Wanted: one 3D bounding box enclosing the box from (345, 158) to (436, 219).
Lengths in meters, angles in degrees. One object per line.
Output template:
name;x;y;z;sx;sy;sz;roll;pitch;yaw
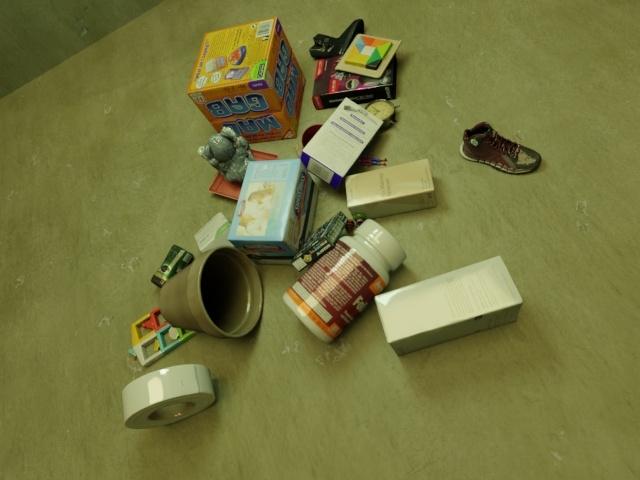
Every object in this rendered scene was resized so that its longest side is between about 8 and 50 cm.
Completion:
box;0.257;-0.182;1.518;0.311;0.121;0.148;-12;62;14

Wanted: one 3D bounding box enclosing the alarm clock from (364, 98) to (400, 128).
alarm clock;0.230;-0.531;1.727;0.192;0.064;0.129;13;63;17

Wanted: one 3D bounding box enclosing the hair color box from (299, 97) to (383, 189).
hair color box;0.082;-0.384;1.614;0.185;0.110;0.339;34;66;2

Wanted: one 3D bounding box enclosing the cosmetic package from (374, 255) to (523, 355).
cosmetic package;0.376;0.207;1.233;0.384;0.217;0.156;-22;60;10

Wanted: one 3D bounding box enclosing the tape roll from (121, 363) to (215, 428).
tape roll;-0.494;0.514;1.346;0.286;0.286;0.100;-27;59;5

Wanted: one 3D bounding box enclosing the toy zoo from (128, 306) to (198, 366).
toy zoo;-0.635;0.360;1.618;0.293;0.030;0.192;-33;59;1

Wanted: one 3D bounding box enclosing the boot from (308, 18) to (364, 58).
boot;0.075;-0.985;1.993;0.207;0.094;0.247;24;81;24

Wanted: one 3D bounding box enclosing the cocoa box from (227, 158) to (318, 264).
cocoa box;-0.169;-0.107;1.569;0.231;0.228;0.347;1;65;20

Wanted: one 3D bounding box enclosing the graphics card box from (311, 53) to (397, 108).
graphics card box;0.153;-0.725;1.840;0.370;0.094;0.233;-1;64;18

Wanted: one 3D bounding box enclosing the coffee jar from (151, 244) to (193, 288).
coffee jar;-0.617;0.116;1.704;0.096;0.079;0.184;24;74;20

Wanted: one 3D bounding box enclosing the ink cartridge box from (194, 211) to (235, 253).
ink cartridge box;-0.409;-0.013;1.637;0.154;0.093;0.212;-44;30;-6

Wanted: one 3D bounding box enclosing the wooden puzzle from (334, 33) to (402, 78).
wooden puzzle;0.205;-0.813;1.787;0.238;0.044;0.221;21;72;28

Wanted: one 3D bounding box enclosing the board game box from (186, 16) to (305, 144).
board game box;-0.310;-0.691;1.832;0.356;0.356;0.357;-2;65;18

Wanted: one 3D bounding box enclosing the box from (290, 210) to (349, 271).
box;0.000;0.000;1.450;0.175;0.051;0.220;-38;10;30

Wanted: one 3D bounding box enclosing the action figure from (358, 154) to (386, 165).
action figure;0.208;-0.323;1.661;0.115;0.030;0.038;4;71;23

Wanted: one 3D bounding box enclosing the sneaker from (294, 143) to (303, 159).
sneaker;-0.077;-0.356;1.775;0.042;0.067;0.119;-19;90;7

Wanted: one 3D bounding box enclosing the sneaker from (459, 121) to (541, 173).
sneaker;0.627;-0.331;1.437;0.281;0.162;0.106;18;72;26

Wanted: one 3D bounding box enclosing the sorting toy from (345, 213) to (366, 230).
sorting toy;0.131;-0.061;1.539;0.102;0.061;0.042;-23;57;35

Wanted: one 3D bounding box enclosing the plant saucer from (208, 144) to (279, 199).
plant saucer;-0.335;-0.288;1.824;0.259;0.048;0.259;18;72;25

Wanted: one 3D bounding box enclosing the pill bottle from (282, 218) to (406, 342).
pill bottle;0.085;0.130;1.367;0.392;0.224;0.224;-44;59;-5

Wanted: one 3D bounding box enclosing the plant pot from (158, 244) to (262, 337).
plant pot;-0.417;0.202;1.476;0.280;0.323;0.323;-14;60;27

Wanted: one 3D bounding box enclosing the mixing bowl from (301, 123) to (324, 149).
mixing bowl;0.000;-0.378;1.702;0.181;0.098;0.182;5;67;-12

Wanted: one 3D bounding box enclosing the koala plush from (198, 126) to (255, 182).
koala plush;-0.393;-0.369;1.727;0.196;0.221;0.203;-34;59;0
